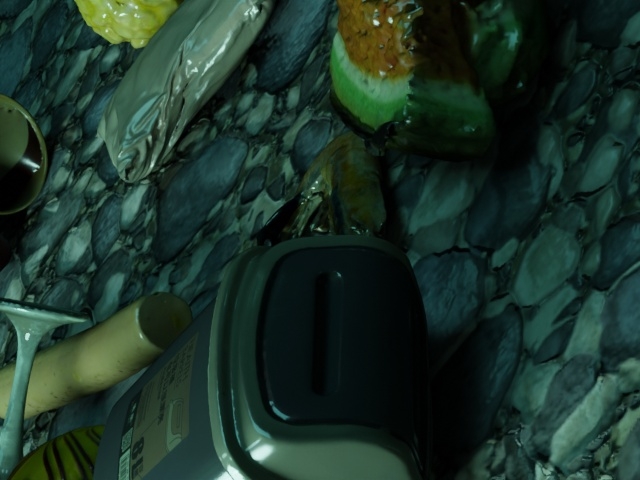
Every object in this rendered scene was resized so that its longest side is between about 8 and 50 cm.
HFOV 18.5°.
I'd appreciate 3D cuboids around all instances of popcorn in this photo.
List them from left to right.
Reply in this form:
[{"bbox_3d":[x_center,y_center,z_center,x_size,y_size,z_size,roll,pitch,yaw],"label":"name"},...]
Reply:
[{"bbox_3d":[-0.182,-0.291,2.053,0.180,0.170,0.180,-7,33,4],"label":"popcorn"}]

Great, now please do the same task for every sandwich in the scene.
[{"bbox_3d":[0.094,-0.215,1.529,0.250,0.162,0.301,-156,64,-73],"label":"sandwich"}]

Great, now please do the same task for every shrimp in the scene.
[{"bbox_3d":[0.000,0.000,1.604,0.152,0.046,0.219,-49,27,20],"label":"shrimp"}]

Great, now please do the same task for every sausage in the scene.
[{"bbox_3d":[-0.222,0.114,1.841,0.301,0.065,0.066,-24,46,49],"label":"sausage"}]

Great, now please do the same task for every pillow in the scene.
[{"bbox_3d":[-0.137,-0.171,1.954,0.270,0.067,0.173,-52,25,17],"label":"pillow"}]

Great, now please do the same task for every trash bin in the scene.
[{"bbox_3d":[-0.036,0.139,1.415,0.290,0.182,0.209,-42,35,41],"label":"trash bin"}]

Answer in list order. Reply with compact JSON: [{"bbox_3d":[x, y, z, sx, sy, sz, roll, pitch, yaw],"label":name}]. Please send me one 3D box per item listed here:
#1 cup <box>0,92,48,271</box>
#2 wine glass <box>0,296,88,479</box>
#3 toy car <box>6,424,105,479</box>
[{"bbox_3d":[-0.399,-0.048,2.232,0.177,0.239,0.166,-15,10,46],"label":"cup"},{"bbox_3d":[-0.334,0.200,1.826,0.264,0.096,0.310,10,89,51],"label":"wine glass"},{"bbox_3d":[-0.216,0.261,1.622,0.200,0.142,0.248,-29,43,44],"label":"toy car"}]
